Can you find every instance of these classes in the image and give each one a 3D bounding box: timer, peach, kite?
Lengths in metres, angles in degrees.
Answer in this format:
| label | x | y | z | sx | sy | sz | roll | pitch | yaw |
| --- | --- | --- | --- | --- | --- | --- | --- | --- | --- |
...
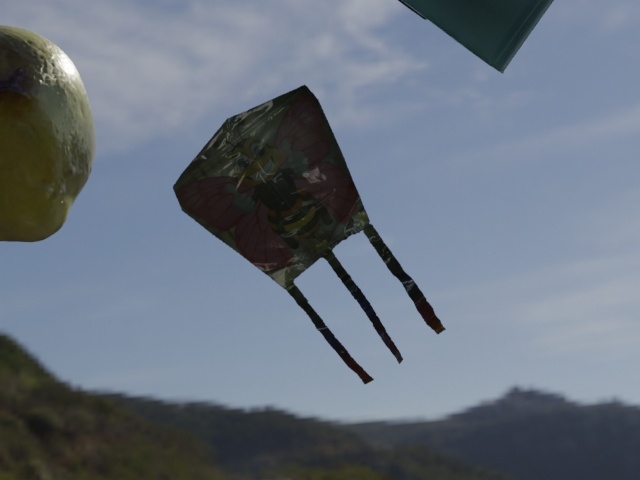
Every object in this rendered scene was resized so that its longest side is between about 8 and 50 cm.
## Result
| label | x | y | z | sx | sy | sz | roll | pitch | yaw |
| --- | --- | --- | --- | --- | --- | --- | --- | --- | --- |
| timer | 0.076 | -0.279 | 1.538 | 0.250 | 0.091 | 0.232 | 28 | 14 | -28 |
| peach | -0.461 | -0.157 | 2.308 | 0.314 | 0.281 | 0.316 | 27 | -28 | 22 |
| kite | 0.000 | 0.001 | 1.892 | 0.204 | 0.360 | 0.022 | -38 | 13 | 6 |
